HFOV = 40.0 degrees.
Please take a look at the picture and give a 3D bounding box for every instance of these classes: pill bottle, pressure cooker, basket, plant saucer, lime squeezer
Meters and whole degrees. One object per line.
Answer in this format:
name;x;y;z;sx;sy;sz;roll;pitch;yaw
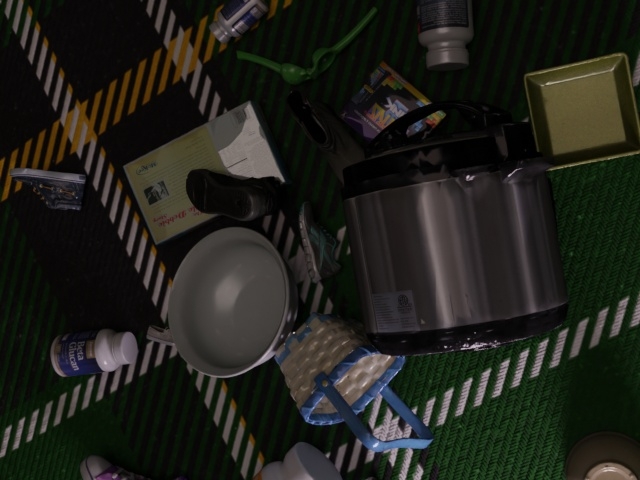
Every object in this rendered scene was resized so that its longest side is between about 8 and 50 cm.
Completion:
pill bottle;-0.487;0.240;1.904;0.169;0.094;0.094;-9;88;16
pressure cooker;0.227;-0.031;1.537;0.370;0.375;0.420;-11;89;8
pill bottle;0.237;-0.420;1.676;0.108;0.108;0.180;-3;89;17
pill bottle;-0.093;0.544;1.753;0.162;0.162;0.278;45;102;12
pill bottle;-0.170;-0.464;1.819;0.120;0.067;0.067;-38;80;13
basket;0.072;0.281;1.663;0.289;0.255;0.201;43;101;31
plant saucer;0.488;-0.236;1.635;0.188;0.045;0.188;-10;87;17
lime squeezer;-0.020;-0.377;1.791;0.310;0.059;0.110;-14;56;18

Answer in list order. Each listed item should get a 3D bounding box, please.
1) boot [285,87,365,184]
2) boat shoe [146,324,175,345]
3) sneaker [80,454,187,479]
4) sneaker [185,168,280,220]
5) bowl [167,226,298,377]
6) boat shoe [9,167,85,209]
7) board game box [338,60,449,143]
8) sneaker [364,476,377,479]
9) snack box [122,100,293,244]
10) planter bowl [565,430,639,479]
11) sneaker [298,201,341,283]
boot;0.023;-0.181;1.713;0.083;0.161;0.246;-40;80;14
boat shoe;-0.327;0.203;1.888;0.100;0.035;0.035;12;97;23
sneaker;-0.369;0.527;1.875;0.282;0.102;0.161;43;98;1
sneaker;-0.167;-0.093;1.759;0.227;0.130;0.087;15;104;41
bowl;-0.151;0.130;1.762;0.298;0.134;0.298;-9;73;31
boat shoe;-0.611;-0.114;1.953;0.183;0.065;0.083;7;91;16
board game box;0.144;-0.246;1.736;0.170;0.048;0.141;42;100;12
sneaker;0.108;0.615;1.722;0.123;0.106;0.290;-19;86;13
snack box;-0.239;-0.138;1.844;0.322;0.060;0.187;-24;85;15
planter bowl;0.527;0.437;1.595;0.162;0.109;0.162;0;91;16
sneaker;0.000;0.000;1.783;0.076;0.065;0.166;-12;90;0
